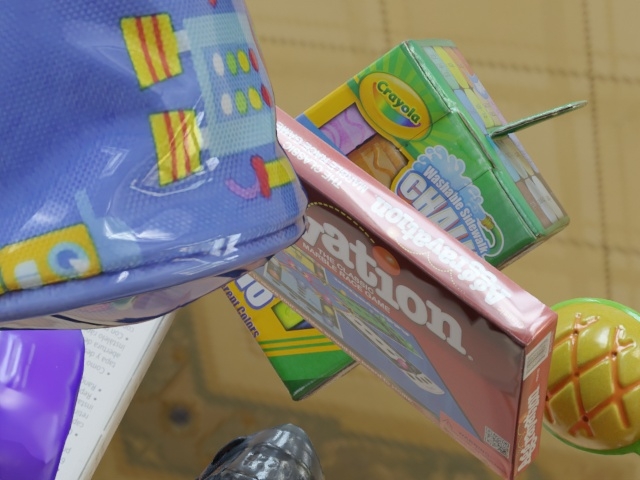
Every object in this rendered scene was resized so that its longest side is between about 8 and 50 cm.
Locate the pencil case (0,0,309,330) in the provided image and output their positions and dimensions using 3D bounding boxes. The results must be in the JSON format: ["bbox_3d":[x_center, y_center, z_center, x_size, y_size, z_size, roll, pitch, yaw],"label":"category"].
[{"bbox_3d":[-0.104,-0.121,0.489,0.119,0.133,0.306,178,-106,-80],"label":"pencil case"}]

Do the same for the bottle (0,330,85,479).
[{"bbox_3d":[-0.242,0.052,0.790,0.283,0.092,0.118,14,-37,-7],"label":"bottle"}]

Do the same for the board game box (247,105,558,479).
[{"bbox_3d":[0.000,0.000,0.993,0.281,0.027,0.145,38,-25,23],"label":"board game box"}]

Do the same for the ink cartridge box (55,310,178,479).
[{"bbox_3d":[-0.253,0.062,0.973,0.296,0.261,0.066,26,-20,2],"label":"ink cartridge box"}]

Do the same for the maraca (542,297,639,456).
[{"bbox_3d":[0.247,0.121,1.619,0.186,0.099,0.127,27,-77,28],"label":"maraca"}]

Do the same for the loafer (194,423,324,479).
[{"bbox_3d":[-0.031,0.140,0.872,0.076,0.078,0.223,27,-22,3],"label":"loafer"}]

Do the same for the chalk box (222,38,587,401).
[{"bbox_3d":[0.067,-0.038,1.469,0.289,0.180,0.179,-35,-94,13],"label":"chalk box"}]
